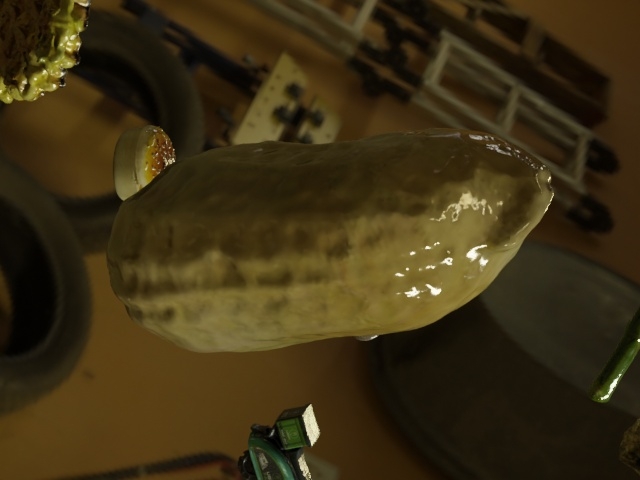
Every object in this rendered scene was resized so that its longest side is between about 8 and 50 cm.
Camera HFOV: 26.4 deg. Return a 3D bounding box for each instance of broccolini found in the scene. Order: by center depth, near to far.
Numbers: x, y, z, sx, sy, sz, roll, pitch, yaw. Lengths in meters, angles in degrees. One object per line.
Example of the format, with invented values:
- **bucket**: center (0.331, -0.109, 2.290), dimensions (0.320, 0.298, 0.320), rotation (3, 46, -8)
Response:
- **broccolini**: center (0.258, 0.032, 1.029), dimensions (0.054, 0.051, 0.239), rotation (-15, 141, -43)

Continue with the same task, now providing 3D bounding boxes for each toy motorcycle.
- **toy motorcycle**: center (-0.029, 0.274, 1.514), dimensions (0.100, 0.173, 0.058), rotation (-14, -169, 20)

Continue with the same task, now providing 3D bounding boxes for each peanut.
- **peanut**: center (-0.003, 0.002, 0.999), dimensions (0.174, 0.340, 0.158), rotation (4, 84, -59)

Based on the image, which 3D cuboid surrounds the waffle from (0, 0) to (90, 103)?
- **waffle**: center (-0.322, -0.268, 1.498), dimensions (0.243, 0.059, 0.238), rotation (10, -92, 49)

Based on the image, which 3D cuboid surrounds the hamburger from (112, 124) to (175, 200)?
- **hamburger**: center (-0.262, -0.106, 2.085), dimensions (0.126, 0.081, 0.141), rotation (-12, 107, -74)

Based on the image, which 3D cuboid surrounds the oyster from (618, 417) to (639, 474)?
- **oyster**: center (0.437, 0.275, 1.537), dimensions (0.161, 0.233, 0.107), rotation (-42, 146, -12)

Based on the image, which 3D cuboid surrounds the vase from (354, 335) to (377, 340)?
- **vase**: center (0.050, 0.079, 1.774), dimensions (0.053, 0.053, 0.101), rotation (-67, 146, -50)
